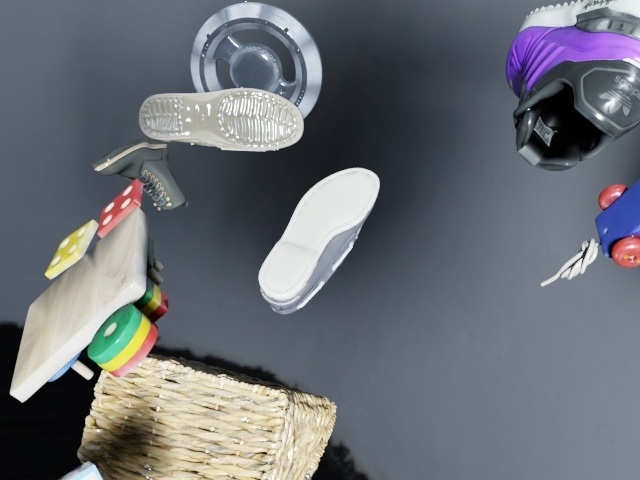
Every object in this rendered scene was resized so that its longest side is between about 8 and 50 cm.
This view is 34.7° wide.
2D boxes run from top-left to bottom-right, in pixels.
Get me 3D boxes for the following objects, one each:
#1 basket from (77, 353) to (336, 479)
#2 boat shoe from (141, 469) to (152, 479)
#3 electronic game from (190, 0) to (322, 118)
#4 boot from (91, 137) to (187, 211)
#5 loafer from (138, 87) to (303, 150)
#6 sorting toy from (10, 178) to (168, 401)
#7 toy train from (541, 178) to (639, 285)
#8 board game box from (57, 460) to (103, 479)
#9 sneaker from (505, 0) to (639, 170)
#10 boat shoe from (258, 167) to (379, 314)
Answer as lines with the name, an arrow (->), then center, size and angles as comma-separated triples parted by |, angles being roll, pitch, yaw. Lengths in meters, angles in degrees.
basket -> -0.157, 0.289, 1.455 | 0.299, 0.223, 0.214 | 11, 83, 21
boat shoe -> -0.327, 0.431, 1.755 | 0.113, 0.105, 0.306 | 10, 102, 63
electronic game -> -0.108, -0.287, 1.722 | 0.229, 0.229, 0.048 | -63, 0, 28
boot -> -0.297, -0.102, 1.752 | 0.076, 0.198, 0.137 | -21, 95, 28
loafer -> -0.160, -0.201, 1.689 | 0.092, 0.268, 0.102 | -48, -36, -86
sorting toy -> -0.175, 0.052, 0.810 | 0.132, 0.046, 0.274 | -41, 26, 12
toy train -> 0.394, 0.001, 1.214 | 0.248, 0.143, 0.105 | -50, 28, 40
board game box -> -0.279, 0.314, 1.057 | 0.026, 0.154, 0.103 | 0, 117, 63
sneaker -> 0.217, -0.133, 0.937 | 0.146, 0.102, 0.293 | -57, 8, -4
boat shoe -> 0.000, 0.000, 1.182 | 0.075, 0.206, 0.065 | 26, 150, 22
